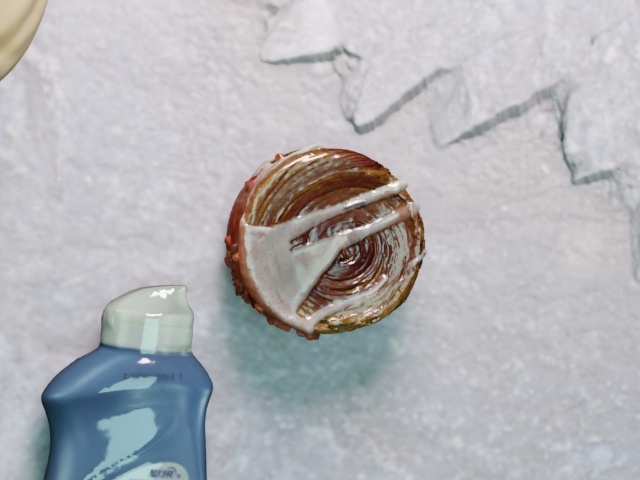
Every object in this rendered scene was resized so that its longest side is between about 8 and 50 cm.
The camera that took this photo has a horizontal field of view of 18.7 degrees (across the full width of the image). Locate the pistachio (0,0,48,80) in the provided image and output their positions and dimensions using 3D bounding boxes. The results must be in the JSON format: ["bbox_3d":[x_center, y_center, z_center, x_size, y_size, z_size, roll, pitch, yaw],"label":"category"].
[{"bbox_3d":[-0.276,-0.252,1.421,0.193,0.214,0.318,9,83,28],"label":"pistachio"}]

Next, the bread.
[{"bbox_3d":[0.000,0.000,1.559,0.160,0.073,0.160,-2,98,-16],"label":"bread"}]

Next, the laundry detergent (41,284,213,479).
[{"bbox_3d":[-0.154,0.176,1.532,0.143,0.094,0.289,6,90,-8],"label":"laundry detergent"}]
